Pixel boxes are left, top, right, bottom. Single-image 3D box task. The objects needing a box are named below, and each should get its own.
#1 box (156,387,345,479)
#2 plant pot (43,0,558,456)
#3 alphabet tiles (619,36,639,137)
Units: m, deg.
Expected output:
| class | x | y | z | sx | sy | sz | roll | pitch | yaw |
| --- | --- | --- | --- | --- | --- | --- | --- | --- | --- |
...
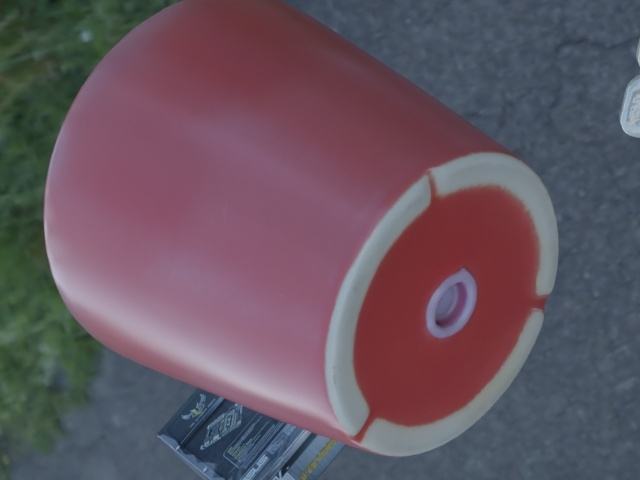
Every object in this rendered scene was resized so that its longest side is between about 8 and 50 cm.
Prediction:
| class | x | y | z | sx | sy | sz | roll | pitch | yaw |
| --- | --- | --- | --- | --- | --- | --- | --- | --- | --- |
| box | -0.036 | 0.158 | 1.406 | 0.183 | 0.231 | 0.056 | 24 | 159 | 54 |
| plant pot | 0.000 | 0.000 | 0.892 | 0.243 | 0.275 | 0.274 | 27 | 133 | 42 |
| alphabet tiles | 0.374 | -0.141 | 1.034 | 0.021 | 0.278 | 0.284 | -94 | 8 | -52 |
